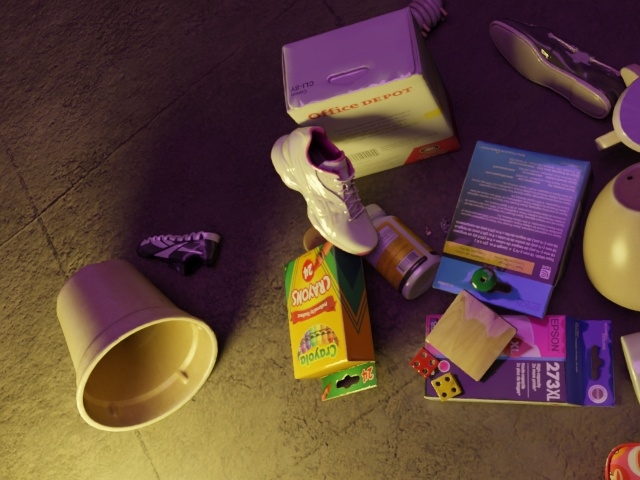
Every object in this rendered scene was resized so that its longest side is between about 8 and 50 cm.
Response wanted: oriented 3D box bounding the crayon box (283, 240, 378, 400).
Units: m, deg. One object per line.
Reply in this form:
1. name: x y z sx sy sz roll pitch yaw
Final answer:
1. crayon box: 0.018 0.175 1.595 0.202 0.081 0.319 -30 61 48

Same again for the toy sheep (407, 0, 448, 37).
1. toy sheep: 0.254 -0.549 1.765 0.132 0.091 0.091 -42 63 -10

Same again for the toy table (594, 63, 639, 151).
1. toy table: 0.675 -0.249 1.429 0.274 0.161 0.252 -11 84 -3

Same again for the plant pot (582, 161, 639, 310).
1. plant pot: 0.619 -0.036 1.350 0.284 0.191 0.284 -17 44 17

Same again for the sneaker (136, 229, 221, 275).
1. sneaker: -0.362 0.038 1.839 0.234 0.078 0.106 -6 70 18

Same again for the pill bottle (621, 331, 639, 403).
1. pill bottle: 0.718 0.200 1.307 0.318 0.176 0.176 -16 70 17

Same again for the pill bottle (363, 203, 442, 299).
1. pill bottle: 0.161 0.020 1.614 0.119 0.119 0.208 -47 64 3

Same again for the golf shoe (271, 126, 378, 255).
1. golf shoe: 0.028 -0.101 1.502 0.306 0.140 0.115 50 53 -9

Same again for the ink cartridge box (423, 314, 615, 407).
1. ink cartridge box: 0.397 0.241 1.490 0.370 0.069 0.176 -2 74 19

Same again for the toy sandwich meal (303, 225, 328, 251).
1. toy sandwich meal: 0.000 0.000 1.735 0.085 0.029 0.086 -8 70 24

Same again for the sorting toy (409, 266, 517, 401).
1. sorting toy: 0.299 0.193 1.468 0.132 0.046 0.275 38 107 17

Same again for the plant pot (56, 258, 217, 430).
1. plant pot: -0.458 0.216 1.720 0.334 0.334 0.305 -47 52 3

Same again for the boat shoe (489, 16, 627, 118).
1. boat shoe: 0.521 -0.394 1.607 0.095 0.112 0.335 -41 69 -13

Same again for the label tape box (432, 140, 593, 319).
1. label tape box: 0.403 -0.019 1.536 0.240 0.106 0.334 16 83 25

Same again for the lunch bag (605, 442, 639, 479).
1. lunch bag: 0.597 0.498 1.260 0.258 0.120 0.293 -10 56 34

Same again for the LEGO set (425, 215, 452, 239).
1. LEGO set: 0.273 -0.025 1.635 0.083 0.023 0.054 -29 66 12

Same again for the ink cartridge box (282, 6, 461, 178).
1. ink cartridge box: 0.120 -0.299 1.575 0.279 0.384 0.160 -13 70 18
